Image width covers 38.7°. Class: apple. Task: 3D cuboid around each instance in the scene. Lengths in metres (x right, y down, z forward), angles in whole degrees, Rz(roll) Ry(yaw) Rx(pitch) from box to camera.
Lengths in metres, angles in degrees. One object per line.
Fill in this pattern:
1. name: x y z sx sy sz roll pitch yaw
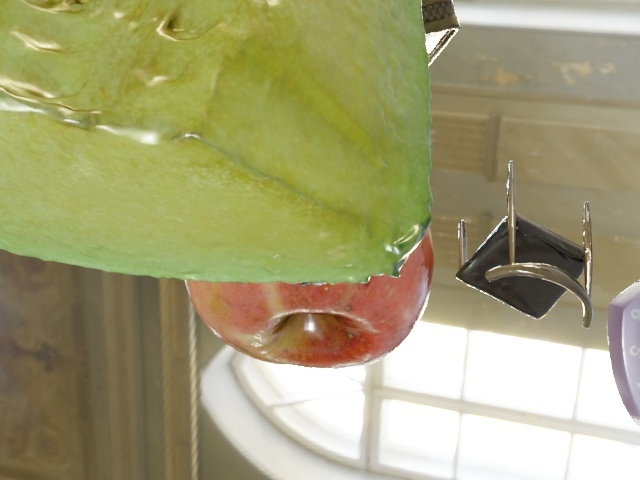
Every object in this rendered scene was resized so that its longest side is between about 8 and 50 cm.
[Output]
1. apple: -0.021 0.001 1.315 0.364 0.363 0.364 8 -90 -74

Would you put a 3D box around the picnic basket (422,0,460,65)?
1. picnic basket: 0.081 -0.312 1.278 0.266 0.165 0.139 137 119 -82

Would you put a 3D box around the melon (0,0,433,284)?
1. melon: -0.090 -0.174 0.482 0.226 0.331 0.344 71 -152 -63

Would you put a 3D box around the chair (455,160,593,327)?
1. chair: 0.329 0.035 1.462 0.166 0.188 0.272 -55 14 35

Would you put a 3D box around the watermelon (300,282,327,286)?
1. watermelon: 0.000 0.000 1.026 0.078 0.078 0.111 31 -105 -72

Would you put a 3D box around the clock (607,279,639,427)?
1. clock: 0.368 0.104 0.941 0.198 0.172 0.064 -63 9 -4
